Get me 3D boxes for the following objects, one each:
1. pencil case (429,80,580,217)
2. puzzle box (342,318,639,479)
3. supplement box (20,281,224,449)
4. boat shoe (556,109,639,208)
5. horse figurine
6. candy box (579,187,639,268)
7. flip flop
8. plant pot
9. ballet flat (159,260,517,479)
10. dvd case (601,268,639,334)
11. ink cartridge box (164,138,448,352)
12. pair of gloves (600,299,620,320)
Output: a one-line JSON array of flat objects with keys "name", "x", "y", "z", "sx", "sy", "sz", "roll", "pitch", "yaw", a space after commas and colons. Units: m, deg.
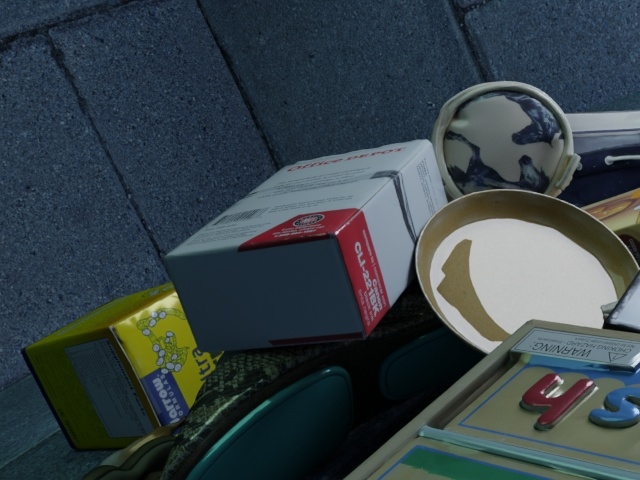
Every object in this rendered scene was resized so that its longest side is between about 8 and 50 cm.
[{"name": "pencil case", "x": 0.221, "y": -0.067, "z": 1.290, "sx": 0.184, "sy": 0.160, "sz": 0.410, "roll": 16, "pitch": -9, "yaw": 7}, {"name": "puzzle box", "x": 0.193, "y": 0.136, "z": 0.426, "sx": 0.409, "sy": 0.052, "sz": 0.272, "roll": 4, "pitch": 27, "yaw": 44}, {"name": "supplement box", "x": -0.283, "y": 0.194, "z": 1.568, "sx": 0.195, "sy": 0.194, "sz": 0.356, "roll": -31, "pitch": 9, "yaw": -37}, {"name": "boat shoe", "x": 0.483, "y": -0.111, "z": 1.456, "sx": 0.341, "sy": 0.158, "sz": 0.127, "roll": 1, "pitch": 8, "yaw": 26}, {"name": "horse figurine", "x": -0.225, "y": 0.279, "z": 1.207, "sx": 0.263, "sy": 0.066, "sz": 0.174, "roll": -31, "pitch": -3, "yaw": 6}, {"name": "candy box", "x": 0.395, "y": -0.013, "z": 1.125, "sx": 0.316, "sy": 0.087, "sz": 0.183, "roll": -20, "pitch": 8, "yaw": 40}, {"name": "flip flop", "x": -0.188, "y": 0.274, "z": 1.036, "sx": 0.112, "sy": 0.080, "sz": 0.277, "roll": -59, "pitch": -14, "yaw": 3}, {"name": "plant pot", "x": 0.210, "y": 0.042, "z": 1.018, "sx": 0.236, "sy": 0.236, "sz": 0.032, "roll": -29, "pitch": -32, "yaw": -30}, {"name": "ballet flat", "x": 0.017, "y": 0.125, "z": 1.061, "sx": 0.483, "sy": 0.164, "sz": 0.182, "roll": -26, "pitch": 44, "yaw": -23}, {"name": "dvd case", "x": 0.324, "y": 0.041, "z": 0.722, "sx": 0.180, "sy": 0.022, "sz": 0.253, "roll": 16, "pitch": 27, "yaw": 26}, {"name": "ink cartridge box", "x": 0.000, "y": 0.000, "z": 1.052, "sx": 0.197, "sy": 0.114, "sz": 0.273, "roll": -8, "pitch": 20, "yaw": 30}, {"name": "pair of gloves", "x": 0.360, "y": 0.059, "z": 0.863, "sx": 0.204, "sy": 0.042, "sz": 0.240, "roll": -23, "pitch": 10, "yaw": 7}]
